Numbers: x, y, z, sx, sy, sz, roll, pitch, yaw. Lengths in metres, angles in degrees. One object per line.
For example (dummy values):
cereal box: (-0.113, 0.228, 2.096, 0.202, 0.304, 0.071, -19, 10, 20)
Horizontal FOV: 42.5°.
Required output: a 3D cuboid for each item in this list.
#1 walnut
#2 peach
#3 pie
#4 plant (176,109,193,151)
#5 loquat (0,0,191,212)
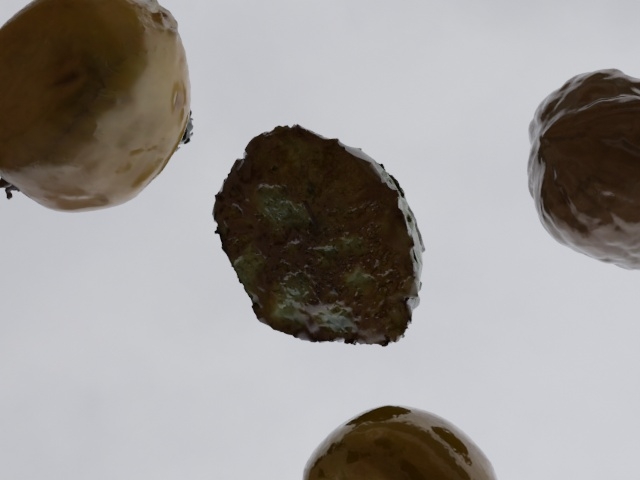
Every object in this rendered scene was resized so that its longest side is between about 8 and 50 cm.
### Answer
walnut: (0.391, -0.092, 1.065, 0.227, 0.273, 0.273, 1, -112, 61)
peach: (0.081, 0.307, 0.910, 0.251, 0.153, 0.251, -17, -115, 42)
pie: (0.000, 0.000, 1.203, 0.289, 0.103, 0.354, -21, -80, 27)
plant: (-0.273, -0.186, 1.383, 0.094, 0.143, 0.092, -33, -85, 41)
loquat: (-0.219, -0.126, 0.756, 0.234, 0.176, 0.187, -47, -126, 11)
